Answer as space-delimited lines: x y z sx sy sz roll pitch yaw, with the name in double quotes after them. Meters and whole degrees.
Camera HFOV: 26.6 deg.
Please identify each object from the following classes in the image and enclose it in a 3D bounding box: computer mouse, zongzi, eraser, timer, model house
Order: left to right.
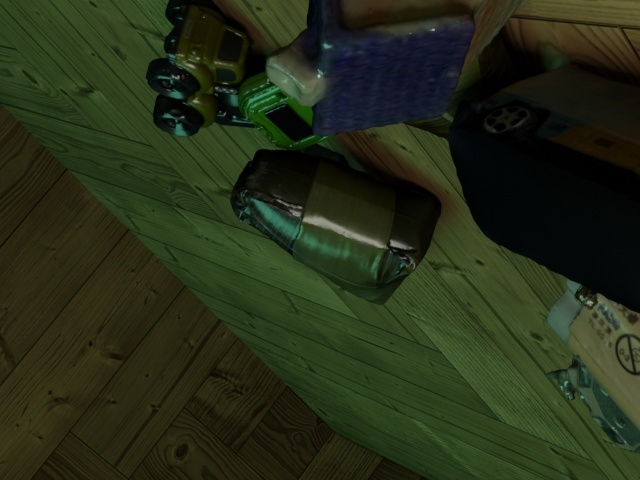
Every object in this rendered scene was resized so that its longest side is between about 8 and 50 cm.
-0.037 -0.180 1.849 0.128 0.047 0.140 -19 138 29 "timer"
0.000 0.000 2.009 0.289 0.154 0.317 22 152 -1 "zongzi"
0.016 -0.254 1.165 0.312 0.280 0.245 37 165 5 "model house"
0.103 -0.144 1.450 0.241 0.111 0.248 -14 142 22 "zongzi"
0.402 0.152 1.620 0.290 0.087 0.171 52 141 29 "eraser"
0.449 0.200 1.804 0.389 0.115 0.199 4 119 61 "computer mouse"

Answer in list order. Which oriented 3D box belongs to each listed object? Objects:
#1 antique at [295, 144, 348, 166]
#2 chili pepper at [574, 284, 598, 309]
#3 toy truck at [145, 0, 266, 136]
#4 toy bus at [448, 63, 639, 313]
0.012 -0.062 2.125 0.088 0.086 0.183 27 162 37 "antique"
0.368 -0.009 1.439 0.110 0.110 0.387 39 159 -4 "chili pepper"
-0.146 -0.238 1.906 0.165 0.147 0.224 12 159 3 "toy truck"
0.303 -0.046 1.245 0.386 0.162 0.171 31 149 51 "toy bus"
